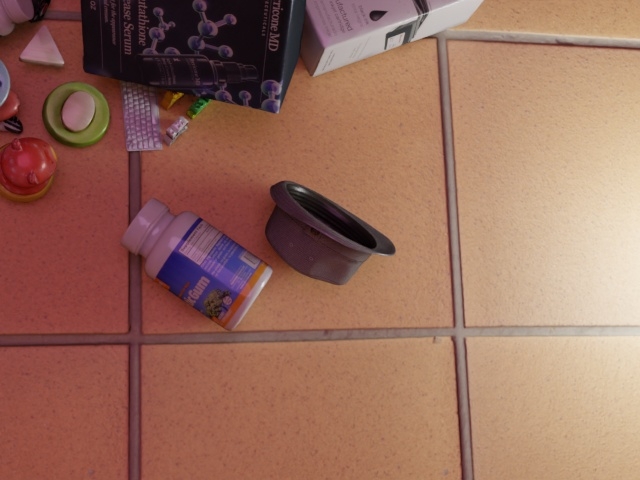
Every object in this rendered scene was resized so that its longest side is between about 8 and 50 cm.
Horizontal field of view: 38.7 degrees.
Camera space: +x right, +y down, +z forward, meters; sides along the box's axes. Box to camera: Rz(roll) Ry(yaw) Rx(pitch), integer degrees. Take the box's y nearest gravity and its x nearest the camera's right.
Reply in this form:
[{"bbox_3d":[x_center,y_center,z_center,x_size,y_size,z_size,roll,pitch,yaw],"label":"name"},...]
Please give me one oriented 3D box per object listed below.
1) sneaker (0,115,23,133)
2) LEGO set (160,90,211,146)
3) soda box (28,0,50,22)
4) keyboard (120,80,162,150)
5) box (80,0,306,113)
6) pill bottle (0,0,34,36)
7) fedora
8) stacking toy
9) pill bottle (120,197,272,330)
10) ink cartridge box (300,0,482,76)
[{"bbox_3d":[-0.639,-0.234,1.788,0.109,0.044,0.040,23,31,-17],"label":"sneaker"},{"bbox_3d":[-0.256,-0.307,1.842,0.087,0.093,0.227,42,75,-1],"label":"LEGO set"},{"bbox_3d":[-0.627,-0.504,1.817,0.168,0.053,0.060,31,109,-5],"label":"soda box"},{"bbox_3d":[-0.371,-0.307,1.861,0.072,0.014,0.256,-5,81,-12],"label":"keyboard"},{"bbox_3d":[-0.231,-0.449,1.711,0.395,0.294,0.212,12,45,2],"label":"box"},{"bbox_3d":[-0.653,-0.438,1.755,0.180,0.108,0.108,-15,82,8],"label":"pill bottle"},{"bbox_3d":[0.000,0.000,1.794,0.275,0.244,0.124,30,105,-7],"label":"fedora"},{"bbox_3d":[-0.553,-0.261,1.726,0.279,0.130,0.309,-39,99,-22],"label":"stacking toy"},{"bbox_3d":[-0.241,0.040,1.751,0.272,0.152,0.152,34,75,-3],"label":"pill bottle"},{"bbox_3d":[0.113,-0.558,1.922,0.394,0.166,0.286,-22,84,-14],"label":"ink cartridge box"}]
